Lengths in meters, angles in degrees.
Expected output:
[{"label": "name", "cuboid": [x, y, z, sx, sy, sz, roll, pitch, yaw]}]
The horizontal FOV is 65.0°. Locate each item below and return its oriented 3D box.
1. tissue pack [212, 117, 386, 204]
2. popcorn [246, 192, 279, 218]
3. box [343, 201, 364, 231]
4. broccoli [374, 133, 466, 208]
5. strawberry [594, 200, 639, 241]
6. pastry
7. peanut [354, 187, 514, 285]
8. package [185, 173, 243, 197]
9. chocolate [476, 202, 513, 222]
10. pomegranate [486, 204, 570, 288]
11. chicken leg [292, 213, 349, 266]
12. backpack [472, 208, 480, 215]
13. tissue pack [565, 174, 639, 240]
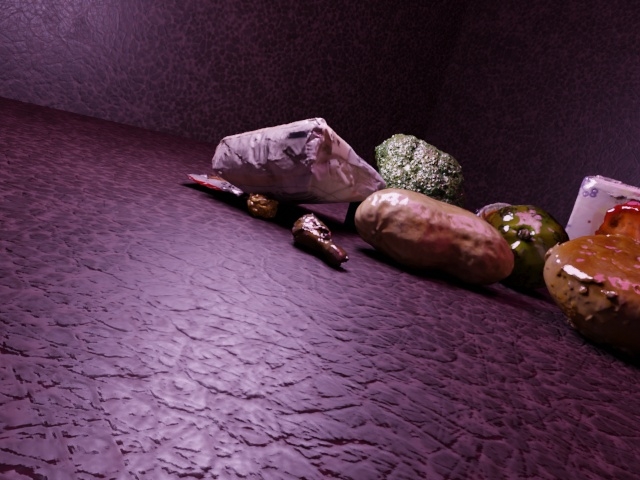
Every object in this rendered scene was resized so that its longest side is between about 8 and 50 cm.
[{"label": "tissue pack", "cuboid": [-0.058, -0.182, 1.377, 0.390, 0.195, 0.375, 0, -11, 28]}, {"label": "popcorn", "cuboid": [-0.146, -0.087, 1.262, 0.082, 0.057, 0.083, 10, 11, -31]}, {"label": "box", "cuboid": [0.195, -0.044, 1.431, 0.153, 0.092, 0.245, 9, 14, -32]}, {"label": "broccoli", "cuboid": [0.319, -0.185, 1.683, 0.310, 0.321, 0.413, 4, -7, 34]}, {"label": "strawberry", "cuboid": [0.777, 0.057, 1.191, 0.149, 0.336, 0.265, -23, 23, -18]}, {"label": "pastry", "cuboid": [0.615, 0.116, 1.027, 0.284, 0.184, 0.315, -13, 28, -22]}, {"label": "peanut", "cuboid": [0.268, -0.008, 1.184, 0.387, 0.170, 0.192, 19, 28, 7]}, {"label": "package", "cuboid": [-0.285, -0.163, 1.480, 0.154, 0.030, 0.239, 20, 12, 9]}, {"label": "chocolate", "cuboid": [0.544, -0.005, 1.607, 0.221, 0.221, 0.147, 14, -15, -11]}, {"label": "pomegranate", "cuboid": [0.522, 0.028, 1.347, 0.203, 0.222, 0.276, 5, -18, -15]}, {"label": "chicken leg", "cuboid": [-0.002, 0.002, 1.059, 0.085, 0.069, 0.198, 37, 5, -37]}, {"label": "backpack", "cuboid": [0.664, -0.044, 2.020, 0.165, 0.106, 0.120, 36, -5, 13]}, {"label": "tissue pack", "cuboid": [0.824, 0.002, 1.443, 0.242, 0.344, 0.125, 23, 16, 27]}]
